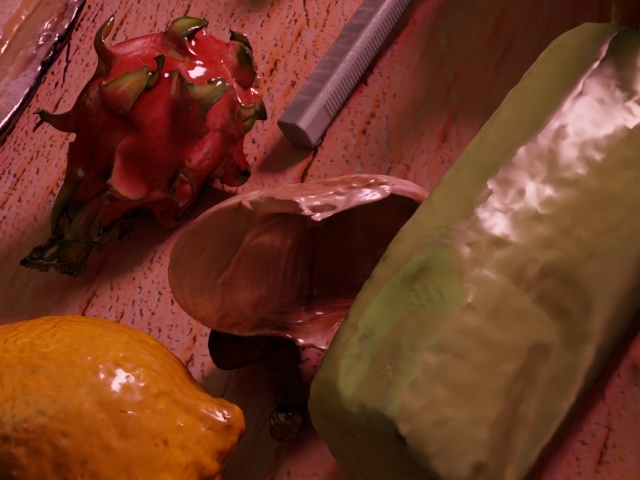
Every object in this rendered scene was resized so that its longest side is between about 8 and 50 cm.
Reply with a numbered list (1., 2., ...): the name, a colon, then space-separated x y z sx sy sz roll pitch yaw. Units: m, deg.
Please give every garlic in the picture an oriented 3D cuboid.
1. garlic: -0.003 0.007 1.127 0.174 0.099 0.124 -10 11 -25

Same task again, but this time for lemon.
1. lemon: -0.166 0.139 1.087 0.256 0.188 0.188 -17 40 16

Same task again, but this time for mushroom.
1. mushroom: -0.031 0.069 1.177 0.088 0.073 0.129 -19 39 6

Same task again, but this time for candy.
1. candy: 0.126 0.014 1.102 0.132 0.142 0.343 22 59 28

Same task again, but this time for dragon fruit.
1. dragon fruit: -0.142 -0.071 1.358 0.236 0.135 0.137 -44 45 6

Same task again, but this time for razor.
1. razor: 0.054 -0.182 1.421 0.111 0.056 0.278 15 54 38

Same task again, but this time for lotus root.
1. lotus root: -0.301 -0.157 1.581 0.167 0.078 0.329 19 52 13

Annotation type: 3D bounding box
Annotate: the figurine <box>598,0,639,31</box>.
1. figurine: 0.281 -0.331 1.249 0.387 0.268 0.401 -38 -10 38
